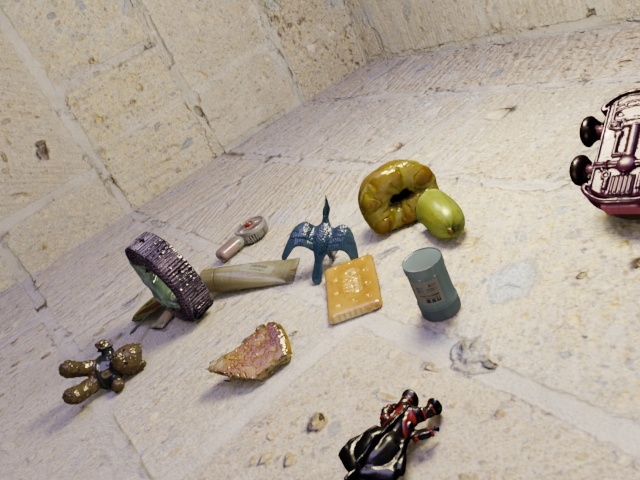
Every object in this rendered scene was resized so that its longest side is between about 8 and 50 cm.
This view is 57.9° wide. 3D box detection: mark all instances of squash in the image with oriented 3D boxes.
[{"bbox_3d":[0.352,-0.069,1.671,0.123,0.123,0.187,-26,24,1],"label":"squash"}]

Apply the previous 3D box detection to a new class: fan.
[{"bbox_3d":[-0.305,-0.008,2.229,0.130,0.074,0.244,7,42,49],"label":"fan"},{"bbox_3d":[-0.594,0.238,2.057,0.229,0.011,0.335,-26,17,23],"label":"fan"}]

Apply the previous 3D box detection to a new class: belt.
[{"bbox_3d":[-0.496,0.123,1.876,0.122,0.325,0.260,-46,13,-29],"label":"belt"}]

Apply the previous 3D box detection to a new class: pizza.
[{"bbox_3d":[-0.172,0.311,1.511,0.226,0.069,0.147,-38,49,-16],"label":"pizza"}]

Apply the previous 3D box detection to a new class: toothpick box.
[{"bbox_3d":[0.264,0.105,1.378,0.101,0.153,0.101,-22,25,11],"label":"toothpick box"}]

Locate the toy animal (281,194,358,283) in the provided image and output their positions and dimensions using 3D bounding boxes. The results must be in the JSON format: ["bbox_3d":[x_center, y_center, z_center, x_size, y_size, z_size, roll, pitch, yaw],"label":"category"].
[{"bbox_3d":[0.000,0.000,1.786,0.239,0.176,0.255,0,58,15],"label":"toy animal"}]

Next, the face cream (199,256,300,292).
[{"bbox_3d":[-0.239,0.118,1.936,0.341,0.084,0.137,-8,32,17],"label":"face cream"}]

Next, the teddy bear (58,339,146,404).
[{"bbox_3d":[-0.660,0.392,1.756,0.251,0.182,0.129,-19,-18,-19],"label":"teddy bear"}]

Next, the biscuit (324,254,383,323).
[{"bbox_3d":[0.087,0.130,1.627,0.160,0.030,0.250,-21,29,11],"label":"biscuit"}]

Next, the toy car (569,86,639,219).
[{"bbox_3d":[0.788,-0.189,1.400,0.271,0.240,0.341,5,67,51],"label":"toy car"}]

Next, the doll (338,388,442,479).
[{"bbox_3d":[0.130,0.378,1.079,0.248,0.088,0.127,-36,5,-41],"label":"doll"}]

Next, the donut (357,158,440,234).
[{"bbox_3d":[0.241,-0.149,1.827,0.261,0.209,0.128,-22,24,-2],"label":"donut"}]

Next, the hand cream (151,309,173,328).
[{"bbox_3d":[-0.525,0.251,1.991,0.061,0.039,0.143,-5,37,38],"label":"hand cream"}]
